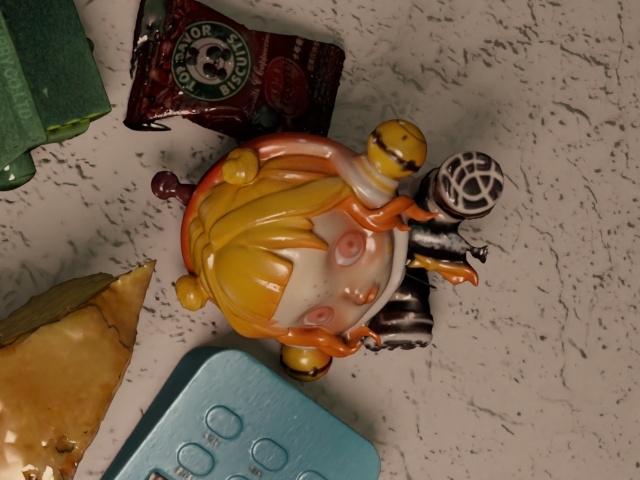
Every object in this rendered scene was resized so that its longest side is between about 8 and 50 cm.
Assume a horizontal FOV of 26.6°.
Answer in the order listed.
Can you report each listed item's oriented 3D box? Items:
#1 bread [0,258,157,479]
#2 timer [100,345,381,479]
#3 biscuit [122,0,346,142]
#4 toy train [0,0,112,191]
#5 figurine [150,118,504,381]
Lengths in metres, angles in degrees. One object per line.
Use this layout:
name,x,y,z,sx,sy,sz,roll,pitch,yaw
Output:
bread,-0.343,0.130,1.209,0.279,0.248,0.315,21,75,-20
timer,-0.091,0.260,1.377,0.232,0.091,0.250,36,78,-15
biscuit,-0.088,-0.165,1.423,0.235,0.063,0.151,14,76,-18
toy train,-0.315,-0.218,1.305,0.178,0.138,0.330,-21,94,-25
figurine,0.000,-0.003,1.374,0.323,0.196,0.320,5,124,-31
